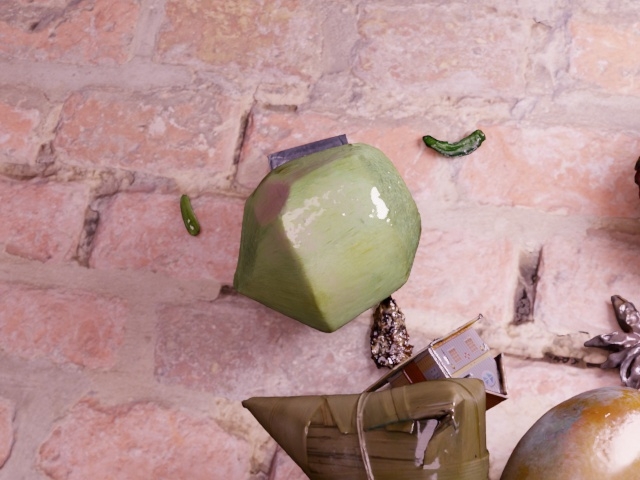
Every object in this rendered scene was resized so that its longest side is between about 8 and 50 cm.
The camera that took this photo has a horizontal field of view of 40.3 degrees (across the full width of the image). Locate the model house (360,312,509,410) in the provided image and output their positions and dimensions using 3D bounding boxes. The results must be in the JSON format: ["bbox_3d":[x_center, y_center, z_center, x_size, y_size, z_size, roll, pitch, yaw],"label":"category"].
[{"bbox_3d":[0.186,0.241,1.380,0.207,0.219,0.136,-22,71,-42],"label":"model house"}]

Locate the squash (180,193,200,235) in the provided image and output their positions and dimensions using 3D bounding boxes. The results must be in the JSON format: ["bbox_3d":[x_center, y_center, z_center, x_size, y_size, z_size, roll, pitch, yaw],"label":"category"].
[{"bbox_3d":[-0.248,-0.048,1.640,0.027,0.027,0.089,-24,66,-1],"label":"squash"}]

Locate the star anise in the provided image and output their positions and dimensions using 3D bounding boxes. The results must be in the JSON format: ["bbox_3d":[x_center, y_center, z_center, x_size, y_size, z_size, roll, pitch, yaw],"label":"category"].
[{"bbox_3d":[0.534,0.164,1.413,0.182,0.065,0.195,-31,64,-5],"label":"star anise"}]

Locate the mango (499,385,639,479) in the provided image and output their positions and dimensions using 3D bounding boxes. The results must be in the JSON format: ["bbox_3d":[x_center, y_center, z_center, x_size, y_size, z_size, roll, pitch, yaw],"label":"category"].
[{"bbox_3d":[0.369,0.370,1.281,0.384,0.199,0.221,-47,26,-6],"label":"mango"}]

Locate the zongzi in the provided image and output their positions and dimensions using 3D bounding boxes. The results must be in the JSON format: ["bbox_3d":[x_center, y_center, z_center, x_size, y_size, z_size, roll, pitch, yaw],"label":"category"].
[{"bbox_3d":[0.072,0.426,1.249,0.417,0.181,0.448,-6,81,28],"label":"zongzi"}]

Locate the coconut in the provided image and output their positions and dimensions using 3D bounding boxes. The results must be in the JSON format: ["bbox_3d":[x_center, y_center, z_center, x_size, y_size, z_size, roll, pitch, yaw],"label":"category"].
[{"bbox_3d":[0.000,0.000,1.437,0.328,0.328,0.281,-30,86,-3],"label":"coconut"}]

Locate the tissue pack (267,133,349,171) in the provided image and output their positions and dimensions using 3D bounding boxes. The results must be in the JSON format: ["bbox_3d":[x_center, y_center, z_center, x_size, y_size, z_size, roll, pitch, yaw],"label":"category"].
[{"bbox_3d":[-0.011,-0.123,1.616,0.156,0.051,0.112,-16,69,2],"label":"tissue pack"}]

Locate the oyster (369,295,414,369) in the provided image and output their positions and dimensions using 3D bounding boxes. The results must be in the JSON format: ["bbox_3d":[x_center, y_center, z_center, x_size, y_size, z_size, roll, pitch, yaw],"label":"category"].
[{"bbox_3d":[0.113,0.158,1.500,0.086,0.029,0.132,-25,69,-1],"label":"oyster"}]

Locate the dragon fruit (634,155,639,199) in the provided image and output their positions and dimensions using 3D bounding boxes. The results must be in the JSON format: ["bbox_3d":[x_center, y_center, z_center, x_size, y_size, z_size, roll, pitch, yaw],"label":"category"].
[{"bbox_3d":[0.653,-0.095,1.361,0.329,0.329,0.329,-3,69,8],"label":"dragon fruit"}]

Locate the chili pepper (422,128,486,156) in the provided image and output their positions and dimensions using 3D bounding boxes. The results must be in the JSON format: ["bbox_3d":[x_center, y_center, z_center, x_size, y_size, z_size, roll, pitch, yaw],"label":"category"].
[{"bbox_3d":[0.246,-0.174,1.608,0.117,0.035,0.056,-4,56,18],"label":"chili pepper"}]
